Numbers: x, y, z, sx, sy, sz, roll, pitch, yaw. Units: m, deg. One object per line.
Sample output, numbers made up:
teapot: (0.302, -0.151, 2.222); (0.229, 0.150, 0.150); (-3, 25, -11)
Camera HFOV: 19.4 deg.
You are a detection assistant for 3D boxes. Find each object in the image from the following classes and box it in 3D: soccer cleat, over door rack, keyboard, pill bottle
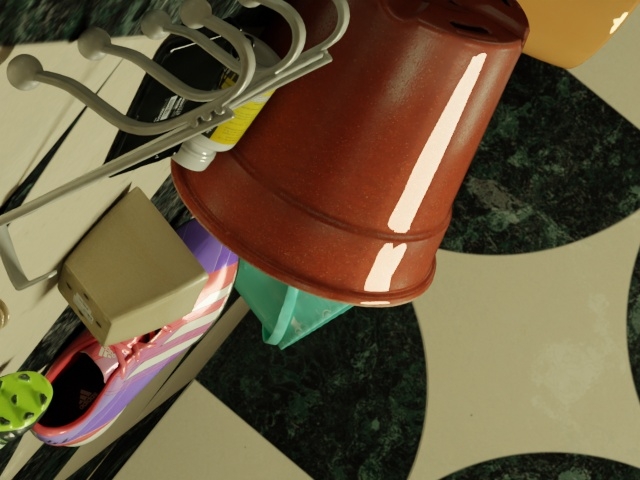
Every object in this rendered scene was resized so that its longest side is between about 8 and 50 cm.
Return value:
soccer cleat: (-0.207, 0.104, 2.078); (0.318, 0.108, 0.116); (-48, 172, 3)
soccer cleat: (-0.332, 0.186, 1.789); (0.179, 0.060, 0.072); (-40, 180, -36)
over door rack: (-0.150, -0.065, 1.195); (0.324, 0.108, 0.239); (-36, -179, 21)
keyboard: (-0.119, -0.123, 1.502); (0.100, 0.038, 0.192); (-20, 161, -32)
pill bottle: (-0.086, -0.117, 1.590); (0.116, 0.065, 0.065); (-53, 176, 26)

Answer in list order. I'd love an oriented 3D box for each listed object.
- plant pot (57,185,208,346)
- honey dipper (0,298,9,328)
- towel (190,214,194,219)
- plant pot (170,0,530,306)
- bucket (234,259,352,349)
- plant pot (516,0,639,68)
plant pot: (-0.181, 0.035, 1.725); (0.096, 0.109, 0.109); (-35, 171, -24)
honey dipper: (-0.295, 0.088, 1.425); (0.030, 0.030, 0.160); (-53, 173, 37)
towel: (-0.081, -0.099, 2.103); (0.144, 0.029, 0.197); (-48, 176, -25)
plant pot: (0.039, -0.128, 1.686); (0.265, 0.272, 0.272); (-62, 171, 28)
bucket: (0.000, 0.000, 2.351); (0.281, 0.183, 0.281); (-33, 176, -3)
plant pot: (0.237, -0.315, 1.963); (0.291, 0.203, 0.291); (-53, -172, 11)
